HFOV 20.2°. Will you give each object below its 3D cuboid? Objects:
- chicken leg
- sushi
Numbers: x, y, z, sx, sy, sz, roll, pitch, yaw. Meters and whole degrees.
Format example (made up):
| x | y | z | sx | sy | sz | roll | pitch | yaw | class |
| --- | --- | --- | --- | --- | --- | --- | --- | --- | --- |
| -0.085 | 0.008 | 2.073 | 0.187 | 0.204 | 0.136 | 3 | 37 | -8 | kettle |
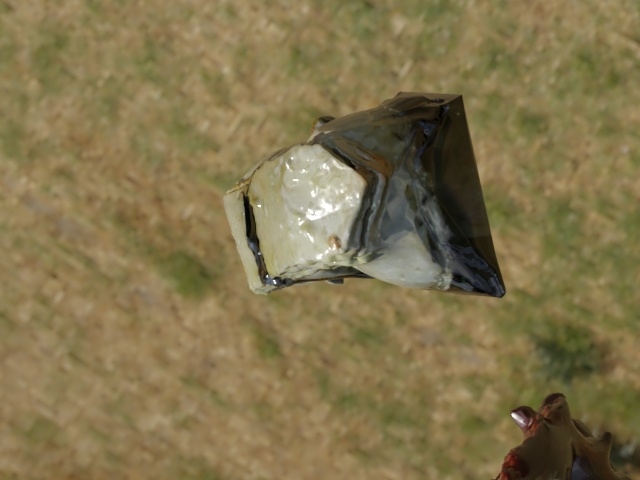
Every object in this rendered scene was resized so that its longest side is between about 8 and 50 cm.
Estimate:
| x | y | z | sx | sy | sz | roll | pitch | yaw | class |
| --- | --- | --- | --- | --- | --- | --- | --- | --- | --- |
| 0.135 | 0.286 | 1.162 | 0.158 | 0.407 | 0.096 | 28 | 143 | -37 | chicken leg |
| -0.010 | -0.017 | 1.168 | 0.273 | 0.109 | 0.134 | 4 | 112 | 57 | sushi |
